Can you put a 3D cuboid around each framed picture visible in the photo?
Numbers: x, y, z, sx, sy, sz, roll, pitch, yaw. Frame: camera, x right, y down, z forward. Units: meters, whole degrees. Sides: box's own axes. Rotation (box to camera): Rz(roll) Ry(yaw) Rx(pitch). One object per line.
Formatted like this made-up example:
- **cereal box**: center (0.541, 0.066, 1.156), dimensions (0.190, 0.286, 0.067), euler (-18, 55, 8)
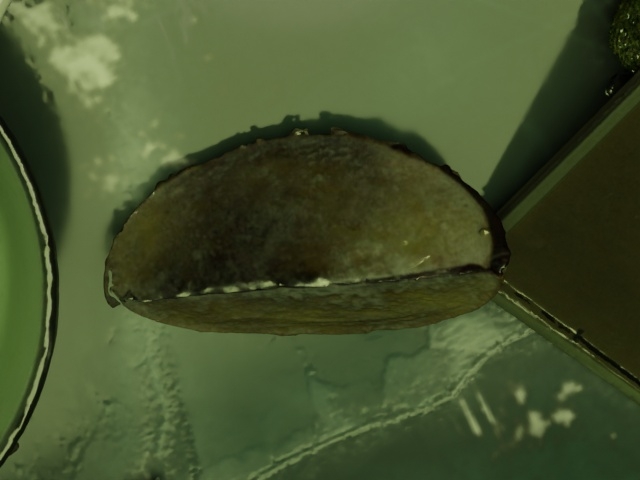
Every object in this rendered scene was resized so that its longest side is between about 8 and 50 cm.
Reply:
- **framed picture**: center (0.276, 0.035, 1.319), dimensions (0.315, 0.024, 0.232), euler (36, 125, -11)

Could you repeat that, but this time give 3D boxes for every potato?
- **potato**: center (-0.002, 0.001, 1.316), dimensions (0.261, 0.100, 0.120), euler (-4, 64, 9)

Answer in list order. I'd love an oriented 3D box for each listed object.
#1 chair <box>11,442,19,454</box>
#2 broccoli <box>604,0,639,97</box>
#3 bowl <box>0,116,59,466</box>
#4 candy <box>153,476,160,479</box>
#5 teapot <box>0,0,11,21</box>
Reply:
- **chair**: center (-0.317, 0.263, 1.313), dimensions (0.326, 0.183, 0.175), euler (-14, 110, 43)
- **broccoli**: center (0.252, -0.144, 1.289), dimensions (0.120, 0.130, 0.131), euler (29, 65, -51)
- **bowl**: center (-0.341, 0.021, 1.207), dimensions (0.354, 0.185, 0.353), euler (-1, 95, -12)
- **candy**: center (-0.109, 0.230, 1.368), dimensions (0.088, 0.038, 0.136), euler (-35, 96, 16)
- **teapot**: center (-0.153, -0.240, 1.209), dimensions (0.204, 0.139, 0.298), euler (21, 99, -12)
